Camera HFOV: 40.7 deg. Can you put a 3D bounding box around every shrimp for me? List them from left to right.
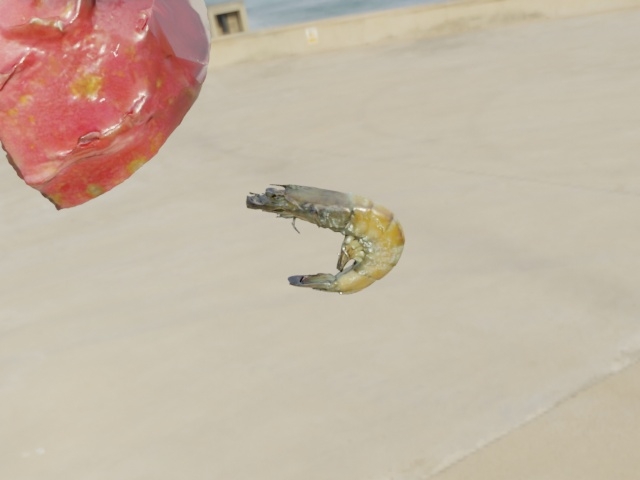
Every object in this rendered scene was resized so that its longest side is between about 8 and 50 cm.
[{"bbox_3d":[0.000,0.000,1.141,0.217,0.150,0.051,16,26,-3],"label":"shrimp"}]

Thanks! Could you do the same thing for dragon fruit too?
[{"bbox_3d":[-0.181,-0.174,0.676,0.189,0.261,0.163,-2,-26,-9],"label":"dragon fruit"}]
